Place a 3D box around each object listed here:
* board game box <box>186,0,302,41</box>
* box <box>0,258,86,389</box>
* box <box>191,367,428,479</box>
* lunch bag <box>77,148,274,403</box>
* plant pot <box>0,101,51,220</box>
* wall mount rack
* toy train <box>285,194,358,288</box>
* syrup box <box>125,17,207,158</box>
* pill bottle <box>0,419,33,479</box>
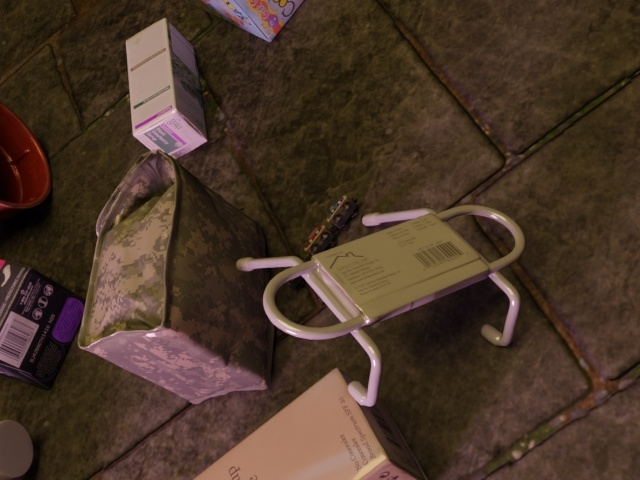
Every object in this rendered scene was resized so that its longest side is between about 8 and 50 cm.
[{"bbox_3d":[-0.162,-0.483,1.630,0.275,0.144,0.142,35,85,41],"label":"board game box"},{"bbox_3d":[-0.545,0.123,1.525,0.270,0.143,0.165,8,68,37],"label":"box"},{"bbox_3d":[-0.044,0.312,1.100,0.311,0.121,0.148,-40,49,7],"label":"box"},{"bbox_3d":[-0.185,0.046,1.273,0.168,0.235,0.287,-15,56,29],"label":"lunch bag"},{"bbox_3d":[-0.686,-0.100,1.688,0.265,0.272,0.273,-35,49,21],"label":"plant pot"},{"bbox_3d":[0.062,0.042,1.127,0.350,0.131,0.304,-19,45,-27],"label":"wall mount rack"},{"bbox_3d":[0.000,0.000,1.319,0.158,0.027,0.036,-53,38,-3],"label":"toy train"},{"bbox_3d":[-0.269,-0.261,1.603,0.096,0.093,0.237,-25,53,19],"label":"syrup box"},{"bbox_3d":[-0.548,0.340,1.417,0.208,0.117,0.118,-19,55,23],"label":"pill bottle"}]
